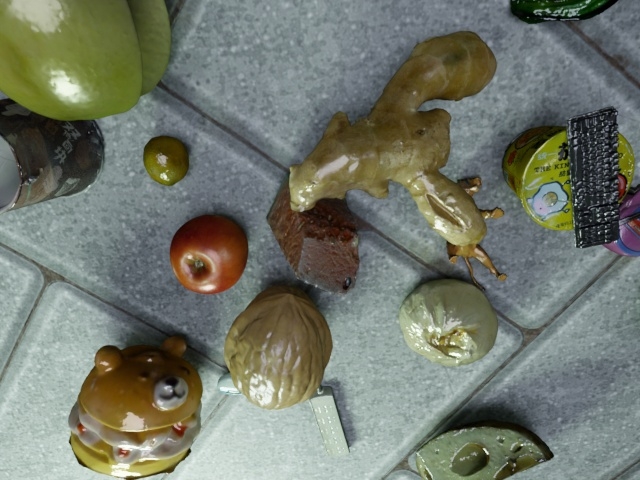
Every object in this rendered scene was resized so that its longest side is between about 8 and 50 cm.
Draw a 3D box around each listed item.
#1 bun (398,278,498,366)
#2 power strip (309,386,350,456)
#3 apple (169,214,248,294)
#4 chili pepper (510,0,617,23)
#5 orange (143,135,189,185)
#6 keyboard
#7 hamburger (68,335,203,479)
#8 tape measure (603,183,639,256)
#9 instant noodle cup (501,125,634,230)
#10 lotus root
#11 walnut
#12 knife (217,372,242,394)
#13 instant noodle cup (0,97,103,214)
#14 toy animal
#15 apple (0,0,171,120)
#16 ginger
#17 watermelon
[{"bbox_3d":[0.277,0.189,0.878,0.222,0.127,0.223,0,114,0],"label":"bun"},{"bbox_3d":[0.022,0.462,1.048,0.060,0.027,0.253,-13,111,7],"label":"power strip"},{"bbox_3d":[-0.224,0.029,0.825,0.163,0.139,0.164,0,114,1],"label":"apple"},{"bbox_3d":[0.451,-0.447,0.654,0.122,0.065,0.279,39,112,-16],"label":"chili pepper"},{"bbox_3d":[-0.296,-0.152,0.787,0.085,0.085,0.095,5,110,0],"label":"orange"},{"bbox_3d":[0.445,-0.093,0.664,0.072,0.023,0.231,-14,112,10],"label":"keyboard"},{"bbox_3d":[-0.387,0.345,0.903,0.276,0.276,0.237,15,101,-4],"label":"hamburger"},{"bbox_3d":[0.615,-0.033,0.810,0.118,0.074,0.125,42,102,-8],"label":"tape measure"},{"bbox_3d":[0.425,-0.127,0.740,0.182,0.144,0.182,0,113,1],"label":"instant noodle cup"},{"bbox_3d":[0.389,0.532,1.016,0.313,0.142,0.210,-24,146,6],"label":"lotus root"},{"bbox_3d":[-0.085,0.220,0.853,0.224,0.225,0.261,13,116,-3],"label":"walnut"},{"bbox_3d":[-0.142,0.351,1.009,0.221,0.031,0.064,1,108,-2],"label":"knife"},{"bbox_3d":[-0.542,-0.153,0.728,0.217,0.207,0.218,1,112,3],"label":"instant noodle cup"},{"bbox_3d":[0.298,0.009,0.835,0.114,0.116,0.255,-17,123,2],"label":"toy animal"},{"bbox_3d":[-0.371,-0.324,0.612,0.291,0.292,0.254,-5,129,4],"label":"apple"},{"bbox_3d":[0.131,-0.182,0.680,0.347,0.122,0.364,4,99,-14],"label":"ginger"},{"bbox_3d":[0.000,0.000,0.745,0.192,0.257,0.140,23,111,-14],"label":"watermelon"}]
